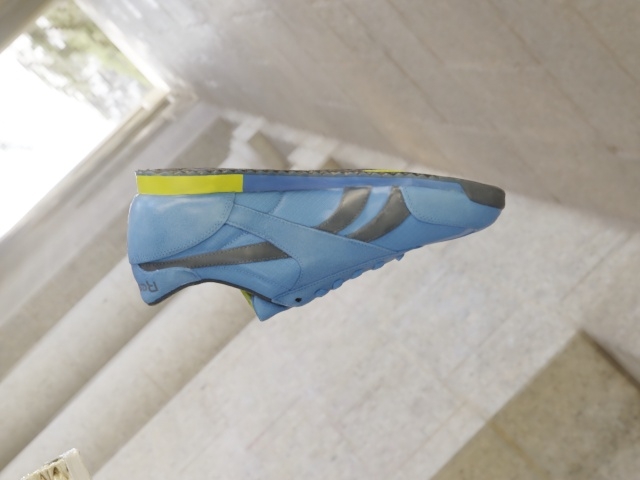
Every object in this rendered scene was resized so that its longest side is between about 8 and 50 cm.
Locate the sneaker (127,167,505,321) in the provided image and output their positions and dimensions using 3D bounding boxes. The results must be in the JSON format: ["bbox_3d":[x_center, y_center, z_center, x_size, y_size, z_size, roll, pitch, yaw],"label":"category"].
[{"bbox_3d":[0.000,0.000,0.656,0.069,0.209,0.082,-170,78,-75],"label":"sneaker"}]

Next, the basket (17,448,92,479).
[{"bbox_3d":[-0.275,0.315,1.249,0.167,0.103,0.113,67,155,5],"label":"basket"}]
